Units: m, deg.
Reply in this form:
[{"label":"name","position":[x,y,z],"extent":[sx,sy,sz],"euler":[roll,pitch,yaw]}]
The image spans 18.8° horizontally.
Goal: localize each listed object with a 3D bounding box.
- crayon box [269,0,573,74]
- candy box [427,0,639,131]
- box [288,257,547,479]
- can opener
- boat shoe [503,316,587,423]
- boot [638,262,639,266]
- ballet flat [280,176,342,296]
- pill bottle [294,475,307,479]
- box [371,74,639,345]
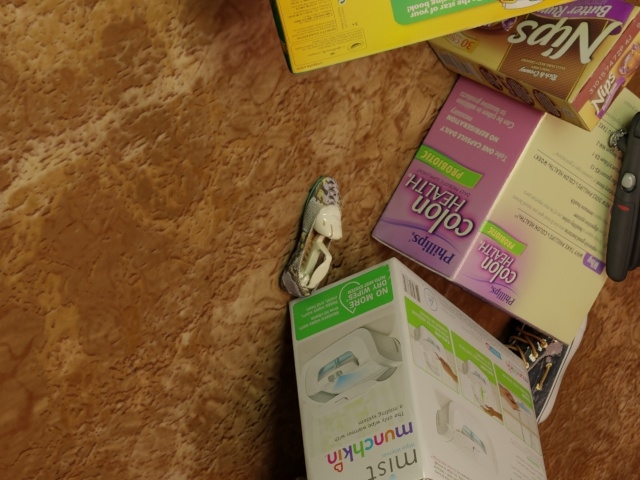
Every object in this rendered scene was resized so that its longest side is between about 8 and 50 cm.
[{"label":"crayon box","position":[0.088,-0.245,1.480],"extent":[0.278,0.081,0.165],"euler":[-15,132,0]},{"label":"candy box","position":[0.197,-0.180,1.730],"extent":[0.109,0.186,0.053],"euler":[-52,136,-8]},{"label":"box","position":[0.101,0.181,1.787],"extent":[0.127,0.231,0.262],"euler":[-24,144,24]},{"label":"can opener","position":[0.299,-0.041,1.825],"extent":[0.059,0.073,0.186],"euler":[-22,135,-44]},{"label":"boat shoe","position":[0.215,0.114,1.992],"extent":[0.083,0.065,0.183],"euler":[-5,116,-43]},{"label":"boot","position":[0.420,-0.077,1.973],"extent":[0.269,0.236,0.089],"euler":[-40,118,-16]},{"label":"ballet flat","position":[0.000,0.000,1.751],"extent":[0.041,0.041,0.114],"euler":[10,104,-45]},{"label":"pill bottle","position":[-0.029,0.370,1.839],"extent":[0.153,0.153,0.265],"euler":[26,92,-47]},{"label":"box","position":[0.203,-0.054,1.854],"extent":[0.213,0.117,0.243],"euler":[28,91,-47]}]
